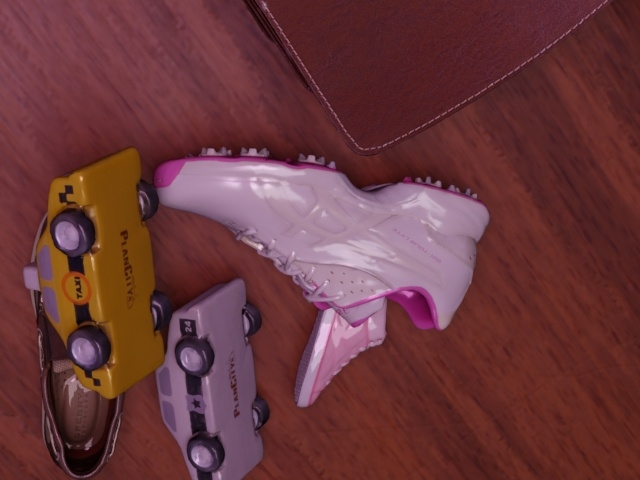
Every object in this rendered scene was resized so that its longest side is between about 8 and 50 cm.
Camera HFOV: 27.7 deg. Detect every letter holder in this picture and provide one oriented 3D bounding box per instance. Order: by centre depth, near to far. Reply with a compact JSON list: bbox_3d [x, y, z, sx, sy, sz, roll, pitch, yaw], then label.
[{"bbox_3d":[0.093,-0.239,1.078,0.302,0.152,0.214,-35,112,0],"label":"letter holder"}]

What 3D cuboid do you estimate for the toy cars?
[{"bbox_3d":[-0.147,0.077,1.104,0.393,0.087,0.176,56,46,-51],"label":"toy cars"}]

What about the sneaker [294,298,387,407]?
[{"bbox_3d":[0.023,0.101,1.219,0.070,0.051,0.134,17,99,-11],"label":"sneaker"}]

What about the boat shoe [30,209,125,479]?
[{"bbox_3d":[-0.205,0.090,1.145,0.095,0.095,0.257,-4,108,-11],"label":"boat shoe"}]

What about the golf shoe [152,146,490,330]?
[{"bbox_3d":[0.000,0.000,1.136,0.306,0.115,0.140,10,85,-13],"label":"golf shoe"}]
